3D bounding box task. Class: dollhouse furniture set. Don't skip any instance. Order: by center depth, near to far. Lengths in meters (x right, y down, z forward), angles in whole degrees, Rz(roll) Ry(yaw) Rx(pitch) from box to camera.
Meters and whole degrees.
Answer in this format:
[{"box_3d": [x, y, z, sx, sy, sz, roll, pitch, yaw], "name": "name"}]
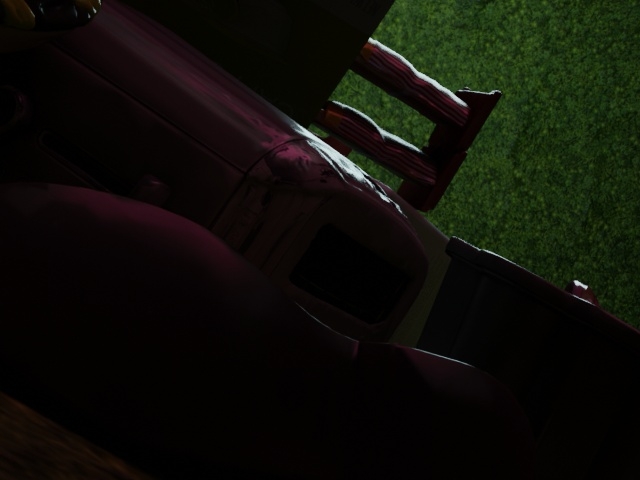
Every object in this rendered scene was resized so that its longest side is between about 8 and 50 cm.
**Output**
[{"box_3d": [0.030, -0.165, 1.534, 0.201, 0.152, 0.374, 30, 0, -17], "name": "dollhouse furniture set"}]

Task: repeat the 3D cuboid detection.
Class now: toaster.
[{"box_3d": [-0.050, -0.003, 0.570, 0.146, 0.129, 0.227, 35, 0, 25], "name": "toaster"}]

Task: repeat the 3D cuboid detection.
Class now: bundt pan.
[{"box_3d": [0.177, 0.132, 0.688, 0.331, 0.124, 0.331, 31, 1, -1], "name": "bundt pan"}]

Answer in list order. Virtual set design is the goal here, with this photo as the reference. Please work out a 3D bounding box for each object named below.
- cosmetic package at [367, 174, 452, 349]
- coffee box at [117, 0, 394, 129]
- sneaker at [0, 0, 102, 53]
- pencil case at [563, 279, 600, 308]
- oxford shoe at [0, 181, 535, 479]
[{"box_3d": [0.000, 0.000, 1.454, 0.230, 0.161, 0.453, 31, 0, 19], "name": "cosmetic package"}, {"box_3d": [-0.123, -0.240, 1.054, 0.338, 0.334, 0.338, 31, 39, -8], "name": "coffee box"}, {"box_3d": [-0.213, -0.088, 0.347, 0.385, 0.147, 0.145, 1, 73, -66], "name": "sneaker"}, {"box_3d": [0.293, 0.184, 0.920, 0.386, 0.167, 0.160, 31, 31, 5], "name": "pencil case"}, {"box_3d": [-0.035, 0.051, 0.438, 0.212, 0.076, 0.076, 28, -29, -20], "name": "oxford shoe"}]
